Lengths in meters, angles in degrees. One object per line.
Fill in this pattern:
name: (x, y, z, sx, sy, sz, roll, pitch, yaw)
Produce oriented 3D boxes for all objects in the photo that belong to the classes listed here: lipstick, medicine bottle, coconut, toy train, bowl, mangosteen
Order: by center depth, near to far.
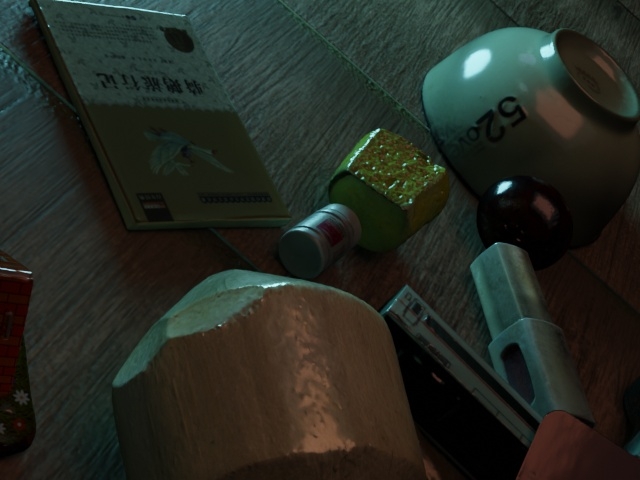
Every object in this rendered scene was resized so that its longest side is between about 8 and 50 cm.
coconut: (-0.046, 0.143, 0.920, 0.237, 0.237, 0.266, 12, 53, -36)
toy train: (0.203, 0.221, 1.209, 0.407, 0.086, 0.088, 45, 33, 0)
medicine bottle: (0.000, 0.000, 1.251, 0.058, 0.058, 0.091, 47, 36, 4)
lipstick: (0.245, 0.120, 1.350, 0.077, 0.079, 0.253, 18, 44, -31)
mangosteen: (0.271, -0.028, 1.488, 0.140, 0.140, 0.140, 26, 40, -24)
bowl: (0.338, -0.182, 1.651, 0.354, 0.185, 0.354, 26, 40, -24)

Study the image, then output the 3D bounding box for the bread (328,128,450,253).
bread: (0.075, -0.053, 1.334, 0.129, 0.111, 0.114, 31, 38, 13)

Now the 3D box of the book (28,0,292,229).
book: (-0.175, -0.142, 1.257, 0.217, 0.021, 0.310, -2, 56, -45)

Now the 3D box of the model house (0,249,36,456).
model house: (-0.327, 0.030, 0.828, 0.294, 0.154, 0.207, 11, 48, -36)

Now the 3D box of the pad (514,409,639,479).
pad: (0.251, 0.314, 1.126, 0.181, 0.004, 0.267, 33, 62, -6)

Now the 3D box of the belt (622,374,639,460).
belt: (0.392, 0.247, 1.376, 0.087, 0.072, 0.302, 48, 34, -1)

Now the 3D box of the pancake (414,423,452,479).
pancake: (0.055, 0.229, 1.084, 0.242, 0.050, 0.242, 25, 41, -24)
